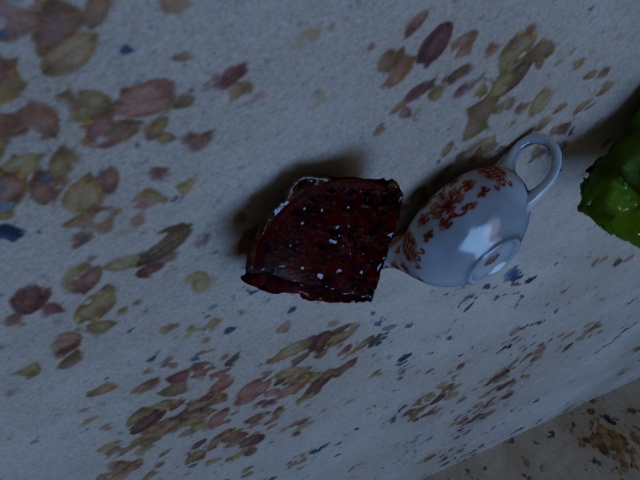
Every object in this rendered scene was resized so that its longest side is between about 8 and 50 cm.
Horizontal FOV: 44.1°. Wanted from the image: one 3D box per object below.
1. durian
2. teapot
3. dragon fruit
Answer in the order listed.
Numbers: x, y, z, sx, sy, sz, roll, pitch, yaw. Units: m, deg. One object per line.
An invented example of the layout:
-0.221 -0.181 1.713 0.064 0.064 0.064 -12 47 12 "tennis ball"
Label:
0.495 -0.112 0.969 0.340 0.204 0.256 -6 130 -42 "durian"
0.176 -0.022 0.894 0.245 0.116 0.159 -42 141 4 "teapot"
-0.002 -0.001 0.767 0.161 0.120 0.127 134 -24 -77 "dragon fruit"
